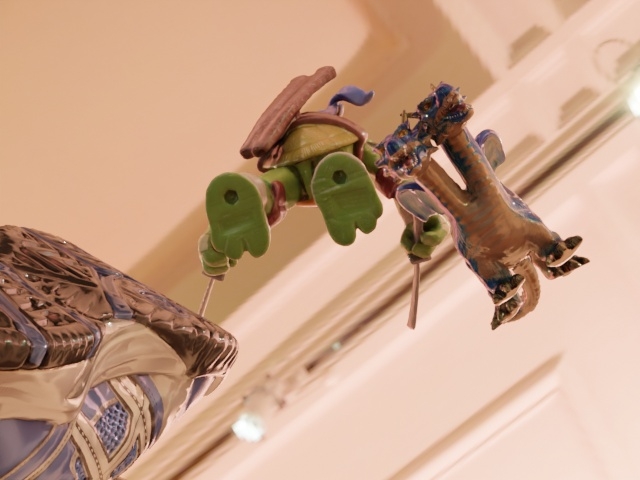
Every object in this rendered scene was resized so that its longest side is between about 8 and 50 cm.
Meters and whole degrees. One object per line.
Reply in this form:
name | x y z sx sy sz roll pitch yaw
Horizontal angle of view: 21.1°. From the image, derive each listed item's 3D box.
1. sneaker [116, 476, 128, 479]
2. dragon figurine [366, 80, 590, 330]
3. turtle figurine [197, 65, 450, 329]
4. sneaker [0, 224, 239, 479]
sneaker | -0.153 0.227 1.173 0.227 0.087 0.130 8 -98 52
dragon figurine | 0.111 -0.021 1.203 0.085 0.289 0.144 -36 -105 3
turtle figurine | 0.000 0.000 1.459 0.198 0.266 0.275 24 -82 7
sneaker | -0.091 0.046 0.524 0.080 0.211 0.081 27 -82 18
